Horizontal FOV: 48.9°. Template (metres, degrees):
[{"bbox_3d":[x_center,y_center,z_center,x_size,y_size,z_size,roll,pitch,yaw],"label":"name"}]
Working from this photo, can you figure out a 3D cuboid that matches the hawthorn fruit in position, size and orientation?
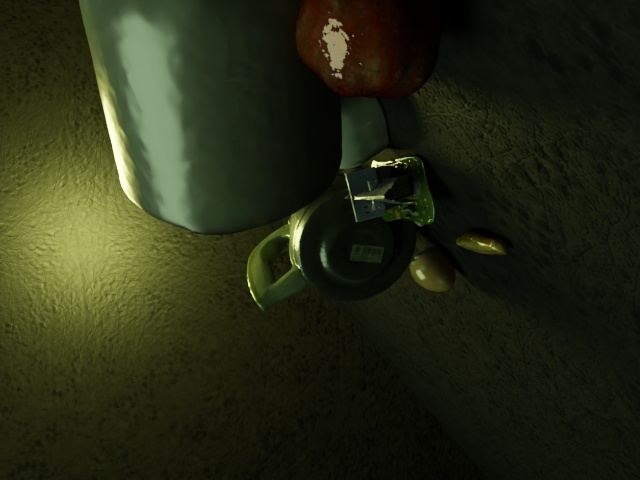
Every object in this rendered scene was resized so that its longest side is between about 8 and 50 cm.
[{"bbox_3d":[0.056,-0.237,0.708,0.157,0.157,0.194,45,151,20],"label":"hawthorn fruit"}]

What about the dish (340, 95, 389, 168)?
[{"bbox_3d":[-0.008,-0.219,1.175,0.256,0.117,0.256,47,172,9],"label":"dish"}]

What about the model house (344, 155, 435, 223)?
[{"bbox_3d":[0.101,-0.073,1.164,0.167,0.088,0.117,11,116,62],"label":"model house"}]

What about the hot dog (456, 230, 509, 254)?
[{"bbox_3d":[0.257,0.003,1.128,0.044,0.028,0.137,24,179,-12],"label":"hot dog"}]

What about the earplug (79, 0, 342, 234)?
[{"bbox_3d":[-0.132,-0.249,0.871,0.312,0.312,0.394,42,149,37],"label":"earplug"}]

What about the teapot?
[{"bbox_3d":[0.021,0.006,1.419,0.239,0.322,0.239,26,-168,-26],"label":"teapot"}]

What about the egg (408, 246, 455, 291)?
[{"bbox_3d":[0.221,0.060,1.380,0.096,0.080,0.080,50,171,1],"label":"egg"}]

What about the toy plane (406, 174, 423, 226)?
[{"bbox_3d":[0.158,-0.078,1.196,0.102,0.040,0.111,115,132,-82],"label":"toy plane"}]

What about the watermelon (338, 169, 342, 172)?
[{"bbox_3d":[0.020,-0.169,1.467,0.085,0.085,0.061,50,137,-11],"label":"watermelon"}]
